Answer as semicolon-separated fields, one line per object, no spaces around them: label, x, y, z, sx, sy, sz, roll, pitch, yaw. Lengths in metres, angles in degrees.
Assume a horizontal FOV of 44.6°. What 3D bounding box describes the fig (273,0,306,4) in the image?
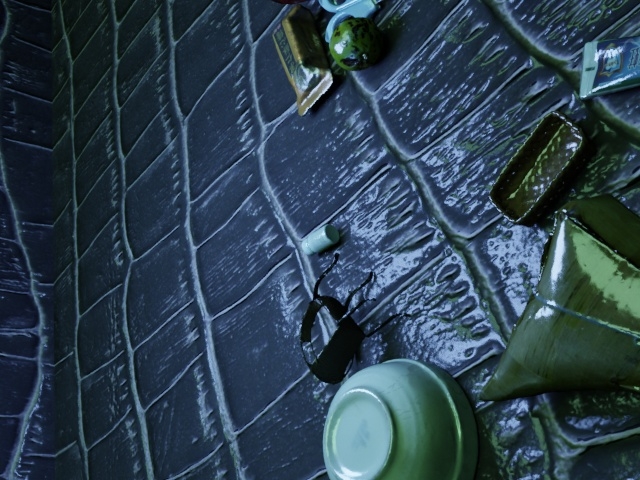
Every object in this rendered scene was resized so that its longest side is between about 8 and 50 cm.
fig;-0.069;-0.685;1.883;0.224;0.224;0.263;-58;17;20

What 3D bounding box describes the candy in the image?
candy;-0.040;-0.442;1.893;0.143;0.101;0.271;-41;54;43

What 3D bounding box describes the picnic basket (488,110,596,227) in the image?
picnic basket;0.373;-0.117;1.313;0.193;0.055;0.110;-56;41;23

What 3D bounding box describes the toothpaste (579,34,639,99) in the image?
toothpaste;0.552;-0.283;1.146;0.392;0.061;0.098;0;80;52

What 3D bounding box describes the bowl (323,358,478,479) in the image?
bowl;0.117;0.357;1.390;0.307;0.163;0.307;-21;60;42

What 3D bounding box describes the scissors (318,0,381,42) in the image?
scissors;0.139;-0.555;1.750;0.360;0.029;0.191;-12;87;40

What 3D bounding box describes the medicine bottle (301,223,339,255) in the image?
medicine bottle;0.000;0.000;1.732;0.083;0.047;0.047;-32;55;41

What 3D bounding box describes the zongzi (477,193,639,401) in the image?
zongzi;0.418;0.181;1.084;0.356;0.174;0.392;45;122;41

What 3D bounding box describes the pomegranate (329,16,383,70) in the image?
pomegranate;0.073;-0.444;1.741;0.122;0.122;0.161;-61;33;17

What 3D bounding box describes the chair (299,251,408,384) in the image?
chair;0.044;0.164;1.538;0.213;0.174;0.149;-53;46;8
